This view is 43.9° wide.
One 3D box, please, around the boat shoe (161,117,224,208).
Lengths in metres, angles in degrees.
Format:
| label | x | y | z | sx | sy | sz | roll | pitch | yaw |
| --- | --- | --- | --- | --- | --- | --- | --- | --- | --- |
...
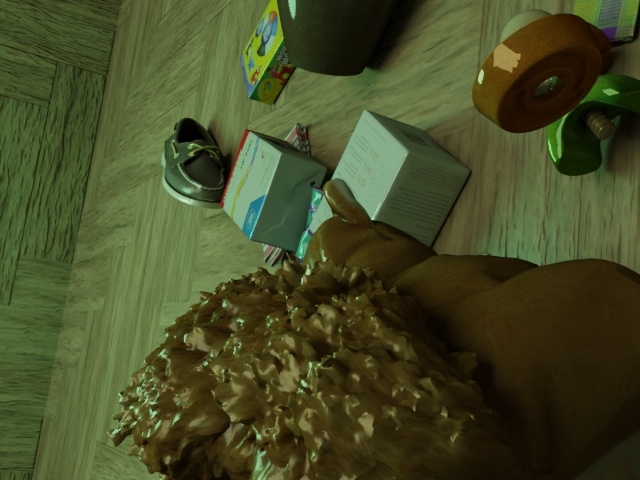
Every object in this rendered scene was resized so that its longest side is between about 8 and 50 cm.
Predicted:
| label | x | y | z | sx | sy | sz | roll | pitch | yaw |
| --- | --- | --- | --- | --- | --- | --- | --- | --- | --- |
| boat shoe | -0.246 | -0.155 | 1.560 | 0.324 | 0.117 | 0.096 | -124 | 50 | -61 |

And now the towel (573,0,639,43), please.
| label | x | y | z | sx | sy | sz | roll | pitch | yaw |
| --- | --- | --- | --- | --- | --- | --- | --- | --- | --- |
| towel | 0.268 | -0.211 | 0.751 | 0.083 | 0.010 | 0.060 | 6 | 83 | 61 |

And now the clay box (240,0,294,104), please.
| label | x | y | z | sx | sy | sz | roll | pitch | yaw |
| --- | --- | --- | --- | --- | --- | --- | --- | --- | --- |
| clay box | -0.066 | -0.361 | 1.379 | 0.222 | 0.053 | 0.127 | -54 | 36 | 37 |

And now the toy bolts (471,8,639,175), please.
| label | x | y | z | sx | sy | sz | roll | pitch | yaw |
| --- | --- | --- | --- | --- | --- | --- | --- | --- | --- |
| toy bolts | 0.211 | -0.195 | 0.648 | 0.228 | 0.218 | 0.158 | -48 | 53 | 31 |

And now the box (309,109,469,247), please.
| label | x | y | z | sx | sy | sz | roll | pitch | yaw |
| --- | --- | --- | --- | --- | --- | --- | --- | --- | --- |
| box | 0.076 | -0.046 | 0.944 | 0.170 | 0.091 | 0.130 | -64 | 31 | 22 |

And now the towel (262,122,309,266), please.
| label | x | y | z | sx | sy | sz | roll | pitch | yaw |
| --- | --- | --- | --- | --- | --- | --- | --- | --- | --- |
| towel | -0.053 | -0.073 | 1.265 | 0.144 | 0.029 | 0.197 | -48 | 36 | 41 |

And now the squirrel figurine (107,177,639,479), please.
| label | x | y | z | sx | sy | sz | roll | pitch | yaw |
| --- | --- | --- | --- | --- | --- | --- | --- | --- | --- |
| squirrel figurine | 0.054 | 0.082 | 0.610 | 0.370 | 0.397 | 0.280 | 42 | 120 | 49 |

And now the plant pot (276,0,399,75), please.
| label | x | y | z | sx | sy | sz | roll | pitch | yaw |
| --- | --- | --- | --- | --- | --- | --- | --- | --- | --- |
| plant pot | 0.023 | -0.351 | 1.084 | 0.215 | 0.216 | 0.230 | -127 | 40 | -55 |

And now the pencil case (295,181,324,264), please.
| label | x | y | z | sx | sy | sz | roll | pitch | yaw |
| --- | --- | --- | --- | --- | --- | --- | --- | --- | --- |
| pencil case | 0.000 | 0.000 | 1.088 | 0.065 | 0.070 | 0.151 | 18 | 97 | 20 |

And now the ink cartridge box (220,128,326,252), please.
| label | x | y | z | sx | sy | sz | roll | pitch | yaw |
| --- | --- | --- | --- | --- | --- | --- | --- | --- | --- |
| ink cartridge box | -0.083 | -0.085 | 1.207 | 0.231 | 0.078 | 0.134 | 40 | 112 | 62 |
